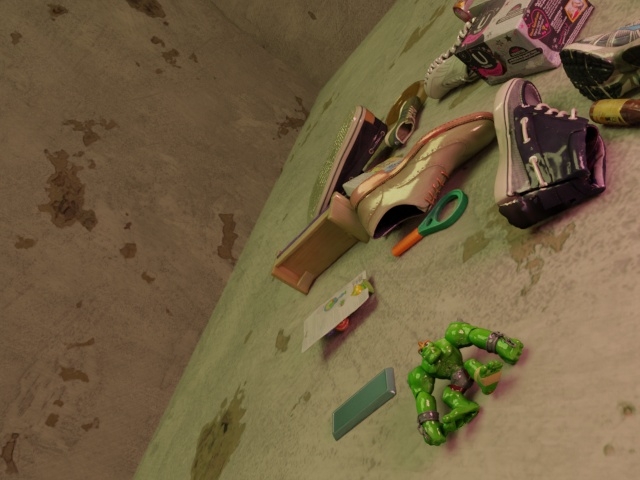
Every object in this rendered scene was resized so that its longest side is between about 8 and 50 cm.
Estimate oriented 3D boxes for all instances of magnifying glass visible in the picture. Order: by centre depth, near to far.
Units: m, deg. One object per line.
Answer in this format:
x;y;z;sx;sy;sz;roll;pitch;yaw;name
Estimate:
0.252;-0.035;1.103;0.231;0.026;0.092;-46;21;37;magnifying glass

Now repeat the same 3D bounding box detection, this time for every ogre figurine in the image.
0.205;0.206;0.724;0.118;0.096;0.197;46;120;54;ogre figurine

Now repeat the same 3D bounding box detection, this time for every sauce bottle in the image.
0.479;-0.200;0.731;0.042;0.042;0.128;-55;16;8;sauce bottle

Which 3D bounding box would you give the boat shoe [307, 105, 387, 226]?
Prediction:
0.085;-0.229;1.689;0.187;0.155;0.500;-106;38;-61;boat shoe

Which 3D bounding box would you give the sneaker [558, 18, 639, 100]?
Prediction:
0.514;-0.303;0.758;0.122;0.110;0.283;-39;22;2;sneaker

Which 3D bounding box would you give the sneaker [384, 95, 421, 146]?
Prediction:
0.290;-0.391;1.549;0.192;0.064;0.086;-59;25;-1;sneaker

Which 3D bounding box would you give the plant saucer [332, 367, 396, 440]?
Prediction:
0.083;0.332;0.957;0.192;0.018;0.067;-50;19;28;plant saucer

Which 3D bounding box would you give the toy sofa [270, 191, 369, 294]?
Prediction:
0.000;0.000;1.521;0.362;0.150;0.177;-43;23;39;toy sofa

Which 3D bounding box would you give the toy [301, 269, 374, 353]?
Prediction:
0.049;0.193;1.219;0.237;0.056;0.137;-46;17;21;toy

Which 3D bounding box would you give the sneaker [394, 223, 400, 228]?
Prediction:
0.206;-0.063;1.255;0.158;0.061;0.065;-45;49;39;sneaker

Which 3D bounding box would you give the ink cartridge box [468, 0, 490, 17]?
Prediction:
0.521;-0.671;1.268;0.176;0.128;0.127;-55;17;6;ink cartridge box

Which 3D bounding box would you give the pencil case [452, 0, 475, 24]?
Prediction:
0.547;-0.815;1.472;0.284;0.124;0.124;-52;18;16;pencil case

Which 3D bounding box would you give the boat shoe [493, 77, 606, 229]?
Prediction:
0.402;-0.185;0.819;0.158;0.127;0.341;-27;43;48;boat shoe

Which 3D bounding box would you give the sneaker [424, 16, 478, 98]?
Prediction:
0.401;-0.497;1.356;0.292;0.110;0.118;130;128;-60;sneaker

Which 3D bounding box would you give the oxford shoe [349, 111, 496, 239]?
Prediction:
0.257;-0.141;1.115;0.397;0.140;0.147;-37;52;26;oxford shoe

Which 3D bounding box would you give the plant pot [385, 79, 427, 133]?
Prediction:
0.307;-0.488;1.705;0.236;0.032;0.236;-50;18;23;plant pot

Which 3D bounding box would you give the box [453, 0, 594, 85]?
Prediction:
0.460;-0.486;1.099;0.163;0.142;0.247;-58;17;0;box

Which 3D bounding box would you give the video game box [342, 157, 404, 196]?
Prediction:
0.179;-0.183;1.384;0.187;0.048;0.205;-32;16;-6;video game box
